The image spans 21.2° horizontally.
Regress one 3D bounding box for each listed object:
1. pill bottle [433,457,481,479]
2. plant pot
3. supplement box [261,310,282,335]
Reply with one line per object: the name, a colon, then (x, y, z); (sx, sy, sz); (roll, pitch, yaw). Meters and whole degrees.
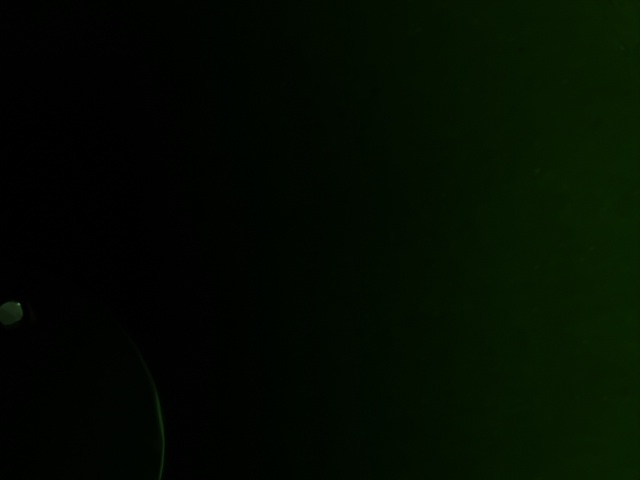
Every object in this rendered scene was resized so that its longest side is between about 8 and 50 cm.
pill bottle: (0.071, 0.094, 0.532); (0.087, 0.087, 0.160); (26, 79, 30)
plant pot: (-0.056, 0.032, 0.467); (0.275, 0.293, 0.274); (7, 73, -23)
supplement box: (0.000, 0.000, 0.623); (0.043, 0.055, 0.083); (-20, 62, 12)
